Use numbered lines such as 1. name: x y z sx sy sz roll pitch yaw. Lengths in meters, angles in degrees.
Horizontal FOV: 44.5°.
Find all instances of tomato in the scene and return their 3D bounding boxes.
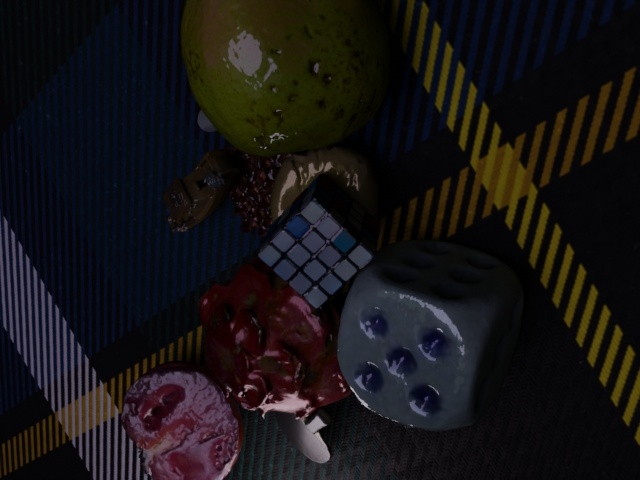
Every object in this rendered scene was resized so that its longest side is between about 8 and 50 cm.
1. tomato: -0.313 0.449 1.941 0.289 0.176 0.335 -31 89 16

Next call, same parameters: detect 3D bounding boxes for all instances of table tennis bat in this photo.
1. table tennis bat: -0.031 0.423 1.755 0.173 0.022 0.301 47 153 8

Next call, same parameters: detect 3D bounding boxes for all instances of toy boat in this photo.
1. toy boat: -0.273 -0.096 1.692 0.089 0.121 0.321 61 146 7

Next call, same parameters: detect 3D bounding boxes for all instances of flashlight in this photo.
1. flashlight: -0.180 -0.265 1.647 0.200 0.047 0.093 -3 71 38

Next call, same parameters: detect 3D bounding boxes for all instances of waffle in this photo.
1. waffle: -0.111 -0.113 1.644 0.221 0.055 0.235 -8 98 37

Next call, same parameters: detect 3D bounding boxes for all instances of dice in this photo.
1. dice: 0.204 0.163 1.428 0.264 0.268 0.263 19 116 28

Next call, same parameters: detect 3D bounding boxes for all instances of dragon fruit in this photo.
1. dragon fruit: -0.112 0.207 1.613 0.386 0.249 0.371 35 143 42

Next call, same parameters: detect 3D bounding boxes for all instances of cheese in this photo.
1. cheese: 0.008 -0.076 1.521 0.213 0.117 0.226 -4 110 5

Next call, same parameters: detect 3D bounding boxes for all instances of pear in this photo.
1. pear: -0.070 -0.344 1.353 0.390 0.391 0.391 12 114 29

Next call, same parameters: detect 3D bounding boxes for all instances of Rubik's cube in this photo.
1. Rubik's cube: 0.000 0.000 1.410 0.155 0.151 0.154 41 111 -10
